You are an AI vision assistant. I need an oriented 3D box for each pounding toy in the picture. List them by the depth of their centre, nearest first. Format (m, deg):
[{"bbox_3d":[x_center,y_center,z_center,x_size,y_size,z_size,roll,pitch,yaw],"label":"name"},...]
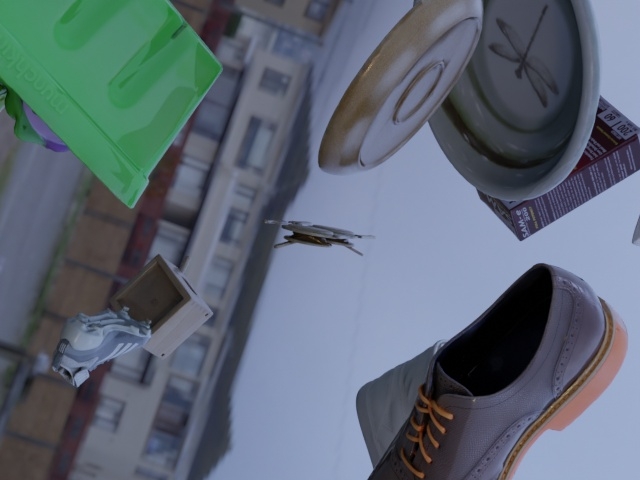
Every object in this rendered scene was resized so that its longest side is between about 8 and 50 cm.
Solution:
[{"bbox_3d":[-0.245,0.094,2.158,0.130,0.100,0.141,-42,-125,3],"label":"pounding toy"}]

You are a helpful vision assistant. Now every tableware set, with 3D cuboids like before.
[{"bbox_3d":[0.000,0.000,2.108,0.194,0.128,0.039,1,101,-70],"label":"tableware set"}]

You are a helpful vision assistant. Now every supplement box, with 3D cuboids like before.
[{"bbox_3d":[0.365,-0.114,2.080,0.239,0.073,0.130,-32,-138,-5],"label":"supplement box"}]

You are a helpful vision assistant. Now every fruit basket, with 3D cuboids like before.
[{"bbox_3d":[-0.339,-0.182,1.327,0.392,0.392,0.283,-67,-149,18],"label":"fruit basket"}]

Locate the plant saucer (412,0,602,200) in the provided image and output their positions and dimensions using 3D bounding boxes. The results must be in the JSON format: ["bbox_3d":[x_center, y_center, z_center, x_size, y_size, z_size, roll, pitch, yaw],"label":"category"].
[{"bbox_3d":[0.273,-0.258,1.876,0.400,0.100,0.401,33,-50,52],"label":"plant saucer"}]

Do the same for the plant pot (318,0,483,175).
[{"bbox_3d":[0.086,-0.151,1.326,0.236,0.032,0.236,-47,167,-15],"label":"plant pot"}]

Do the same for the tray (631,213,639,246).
[{"bbox_3d":[0.652,-0.107,2.423,0.030,0.145,0.270,30,-74,54],"label":"tray"}]

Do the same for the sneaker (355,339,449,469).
[{"bbox_3d":[0.148,0.258,1.521,0.169,0.108,0.293,-40,-119,40],"label":"sneaker"}]

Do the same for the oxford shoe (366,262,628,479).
[{"bbox_3d":[0.106,0.168,1.187,0.364,0.132,0.130,-51,-136,-1],"label":"oxford shoe"}]

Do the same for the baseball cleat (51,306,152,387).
[{"bbox_3d":[-0.317,0.150,1.928,0.109,0.072,0.206,-59,157,9],"label":"baseball cleat"}]
